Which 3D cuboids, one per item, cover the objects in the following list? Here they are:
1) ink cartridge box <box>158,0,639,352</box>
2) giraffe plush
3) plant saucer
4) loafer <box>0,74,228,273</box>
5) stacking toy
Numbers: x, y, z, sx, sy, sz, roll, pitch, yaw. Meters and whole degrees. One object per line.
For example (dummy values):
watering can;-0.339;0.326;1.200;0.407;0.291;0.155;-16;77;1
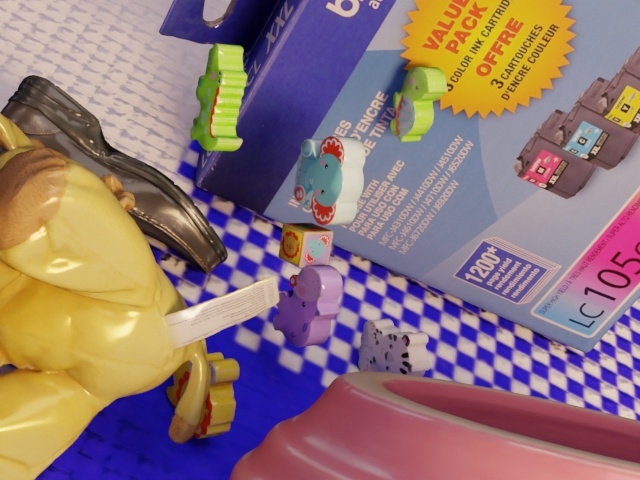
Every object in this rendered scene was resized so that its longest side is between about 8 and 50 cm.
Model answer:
ink cartridge box;0.092;-0.117;0.807;0.396;0.270;0.151;24;34;-14
giraffe plush;-0.152;0.011;0.600;0.210;0.181;0.170;-8;33;-28
plant saucer;0.122;0.130;0.558;0.332;0.084;0.332;12;-2;0
loafer;-0.136;-0.028;0.730;0.170;0.062;0.061;39;76;-6
stacking toy;0.000;0.000;0.682;0.167;0.221;0.052;-4;17;-39
